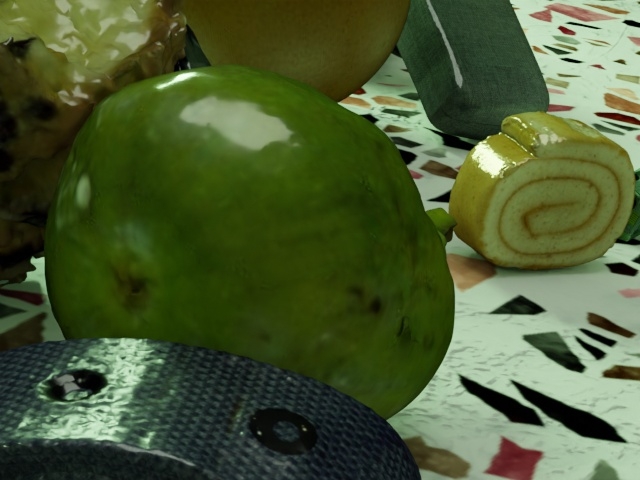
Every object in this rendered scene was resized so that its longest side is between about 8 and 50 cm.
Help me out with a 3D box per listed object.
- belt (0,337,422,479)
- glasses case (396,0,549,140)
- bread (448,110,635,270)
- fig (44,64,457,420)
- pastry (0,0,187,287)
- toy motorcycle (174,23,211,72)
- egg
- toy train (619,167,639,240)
[{"bbox_3d":[-0.070,0.131,0.635,0.230,0.139,0.126,12,27,2],"label":"belt"},{"bbox_3d":[0.133,-0.247,1.535,0.131,0.074,0.323,2,55,-33],"label":"glasses case"},{"bbox_3d":[0.178,-0.042,1.174,0.149,0.122,0.073,0,20,-25],"label":"bread"},{"bbox_3d":[0.001,0.013,0.836,0.314,0.233,0.233,2,22,-30],"label":"fig"},{"bbox_3d":[-0.271,-0.164,0.976,0.292,0.405,0.337,1,-19,-43],"label":"pastry"},{"bbox_3d":[-0.120,-0.103,1.120,0.106,0.159,0.270,-25,59,9],"label":"toy motorcycle"},{"bbox_3d":[-0.076,-0.257,1.397,0.351,0.282,0.283,14,20,40],"label":"egg"},{"bbox_3d":[0.286,-0.035,1.287,0.038,0.056,0.093,39,33,22],"label":"toy train"}]
